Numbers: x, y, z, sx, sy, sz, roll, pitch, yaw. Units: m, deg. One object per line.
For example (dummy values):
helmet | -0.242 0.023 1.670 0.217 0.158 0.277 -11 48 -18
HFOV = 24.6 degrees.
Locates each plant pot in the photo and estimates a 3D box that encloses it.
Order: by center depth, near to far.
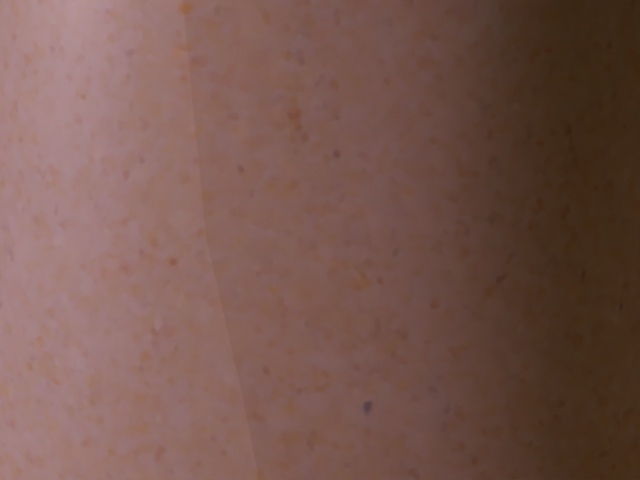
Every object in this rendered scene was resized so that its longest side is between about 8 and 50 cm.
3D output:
plant pot | 0.000 0.000 0.462 0.334 0.305 0.334 -1 14 0
